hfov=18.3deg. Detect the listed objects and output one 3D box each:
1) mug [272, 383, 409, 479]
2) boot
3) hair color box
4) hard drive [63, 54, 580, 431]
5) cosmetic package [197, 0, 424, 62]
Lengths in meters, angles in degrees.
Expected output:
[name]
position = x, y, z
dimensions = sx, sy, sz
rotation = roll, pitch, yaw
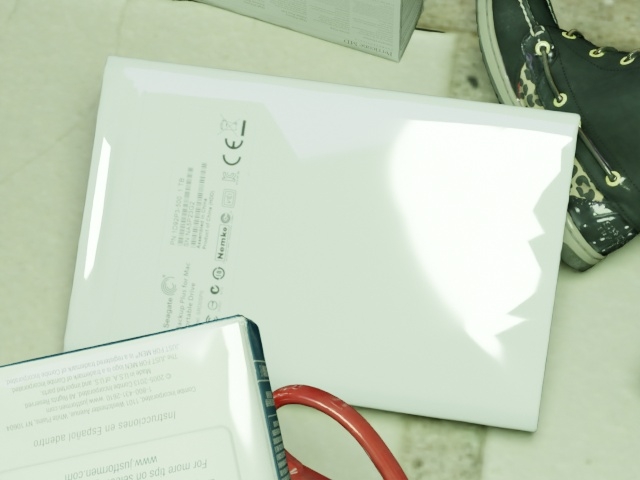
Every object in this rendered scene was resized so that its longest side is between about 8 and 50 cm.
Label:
[mug]
position = -0.002, 0.180, 1.165
dimensions = 0.169, 0.150, 0.113
rotation = 24, 45, 10
[boot]
position = 0.208, -0.116, 1.317
dimensions = 0.178, 0.085, 0.236
rotation = -26, 63, 27
[hair color box]
position = -0.085, 0.227, 1.075
dimensions = 0.174, 0.105, 0.347
rotation = -12, 85, 2
[hard drive]
position = 0.000, 0.000, 1.277
dimensions = 0.307, 0.040, 0.203
rotation = 8, 88, 7
[cosmetic package]
position = -0.045, -0.209, 1.416
dimensions = 0.239, 0.099, 0.060
rotation = 18, 59, 11
